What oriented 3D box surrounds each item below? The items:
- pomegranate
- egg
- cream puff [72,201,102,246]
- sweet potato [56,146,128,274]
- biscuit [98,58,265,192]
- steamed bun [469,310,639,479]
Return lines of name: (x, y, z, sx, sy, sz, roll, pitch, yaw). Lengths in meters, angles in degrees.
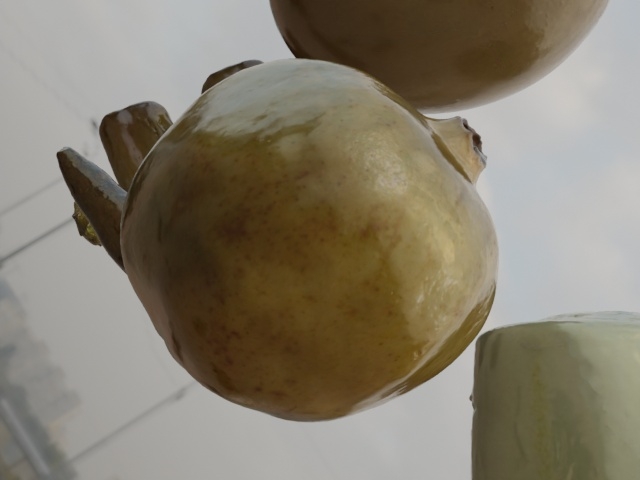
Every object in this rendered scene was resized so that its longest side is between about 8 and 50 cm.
pomegranate: (-0.006, 0.004, 0.863, 0.233, 0.233, 0.233, 53, -15, 20)
egg: (0.126, -0.284, 1.508, 0.373, 0.301, 0.301, 2, -43, 19)
cream puff: (-0.331, -0.025, 2.096, 0.083, 0.058, 0.083, 26, -23, 10)
sweet potato: (-0.203, -0.004, 1.535, 0.243, 0.077, 0.077, 39, -16, 5)
biscuit: (-0.124, -0.058, 1.774, 0.062, 0.236, 0.291, 107, -41, -86)
steamed bun: (0.357, 0.261, 1.479, 0.289, 0.371, 0.455, -9, -19, 40)
